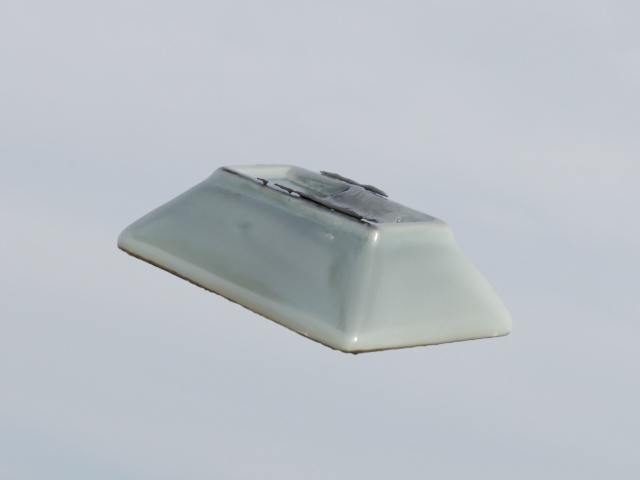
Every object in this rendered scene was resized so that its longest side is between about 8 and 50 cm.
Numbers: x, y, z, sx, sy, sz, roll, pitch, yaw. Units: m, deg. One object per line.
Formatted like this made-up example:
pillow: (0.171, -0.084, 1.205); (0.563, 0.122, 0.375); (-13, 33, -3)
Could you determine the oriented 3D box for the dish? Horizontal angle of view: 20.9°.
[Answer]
dish: (0.000, 0.000, 1.225); (0.243, 0.080, 0.182); (23, 17, 40)
